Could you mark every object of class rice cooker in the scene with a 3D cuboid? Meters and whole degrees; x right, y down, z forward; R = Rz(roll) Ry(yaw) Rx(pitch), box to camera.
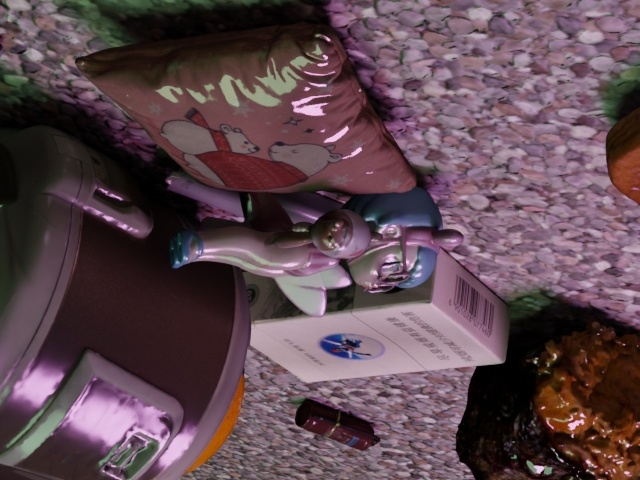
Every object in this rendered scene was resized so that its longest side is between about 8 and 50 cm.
[{"bbox_3d":[-0.265,0.073,1.540,0.325,0.335,0.335,30,148,-36],"label":"rice cooker"}]

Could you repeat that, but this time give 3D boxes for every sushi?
[{"bbox_3d":[0.320,0.231,1.777,0.348,0.234,0.207,18,154,-30],"label":"sushi"}]

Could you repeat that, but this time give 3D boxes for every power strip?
[{"bbox_3d":[-0.031,-0.029,1.575,0.252,0.027,0.060,21,152,-23],"label":"power strip"}]

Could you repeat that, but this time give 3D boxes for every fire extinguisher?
[{"bbox_3d":[0.029,0.245,2.131,0.132,0.039,0.056,25,160,-30],"label":"fire extinguisher"}]

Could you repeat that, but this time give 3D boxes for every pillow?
[{"bbox_3d":[-0.056,-0.102,1.359,0.223,0.084,0.236,-1,152,24],"label":"pillow"}]

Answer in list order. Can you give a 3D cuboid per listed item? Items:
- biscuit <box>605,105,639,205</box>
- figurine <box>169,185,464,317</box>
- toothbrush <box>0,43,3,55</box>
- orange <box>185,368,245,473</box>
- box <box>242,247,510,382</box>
[{"bbox_3d":[0.380,-0.077,1.299,0.262,0.052,0.277,14,155,-21],"label":"biscuit"},{"bbox_3d":[-0.003,-0.010,1.464,0.260,0.103,0.205,-1,159,-16],"label":"figurine"},{"bbox_3d":[-0.367,-0.108,1.526,0.037,0.028,0.375,26,151,-19],"label":"toothbrush"},{"bbox_3d":[-0.191,0.161,1.813,0.219,0.219,0.193,7,164,6],"label":"orange"},{"bbox_3d":[0.051,0.082,1.734,0.256,0.069,0.164,-9,150,33],"label":"box"}]
